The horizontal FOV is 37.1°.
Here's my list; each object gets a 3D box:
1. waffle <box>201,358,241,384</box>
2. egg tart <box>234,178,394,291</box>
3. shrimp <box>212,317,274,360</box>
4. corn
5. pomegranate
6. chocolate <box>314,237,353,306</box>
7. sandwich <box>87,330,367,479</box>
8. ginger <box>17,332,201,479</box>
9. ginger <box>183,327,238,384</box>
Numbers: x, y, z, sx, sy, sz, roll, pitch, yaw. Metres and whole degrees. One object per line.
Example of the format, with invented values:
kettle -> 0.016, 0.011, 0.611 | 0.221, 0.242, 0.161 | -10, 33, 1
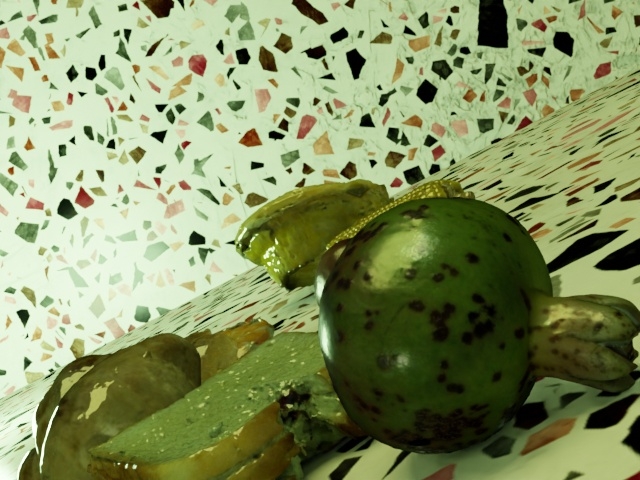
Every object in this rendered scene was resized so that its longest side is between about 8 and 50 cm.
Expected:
waffle -> -0.099, 0.195, 1.214 | 0.194, 0.051, 0.149 | -21, 16, 19
egg tart -> 0.000, 0.000, 1.883 | 0.345, 0.132, 0.345 | -19, -17, -6
shrimp -> -0.215, 0.216, 1.570 | 0.317, 0.062, 0.164 | -26, 10, 12
corn -> 0.138, -0.012, 1.664 | 0.322, 0.119, 0.119 | -30, 3, 34
pomegranate -> 0.115, 0.066, 0.724 | 0.248, 0.202, 0.202 | 6, 22, 27
chocolate -> 0.046, 0.069, 1.503 | 0.133, 0.127, 0.124 | -40, -29, 19
sandwich -> -0.063, 0.181, 0.920 | 0.273, 0.095, 0.249 | -30, 9, -33
ginger -> -0.255, 0.225, 1.128 | 0.304, 0.155, 0.245 | -29, 33, 57
ginger -> -0.219, 0.183, 1.482 | 0.131, 0.086, 0.294 | -56, 25, -12
